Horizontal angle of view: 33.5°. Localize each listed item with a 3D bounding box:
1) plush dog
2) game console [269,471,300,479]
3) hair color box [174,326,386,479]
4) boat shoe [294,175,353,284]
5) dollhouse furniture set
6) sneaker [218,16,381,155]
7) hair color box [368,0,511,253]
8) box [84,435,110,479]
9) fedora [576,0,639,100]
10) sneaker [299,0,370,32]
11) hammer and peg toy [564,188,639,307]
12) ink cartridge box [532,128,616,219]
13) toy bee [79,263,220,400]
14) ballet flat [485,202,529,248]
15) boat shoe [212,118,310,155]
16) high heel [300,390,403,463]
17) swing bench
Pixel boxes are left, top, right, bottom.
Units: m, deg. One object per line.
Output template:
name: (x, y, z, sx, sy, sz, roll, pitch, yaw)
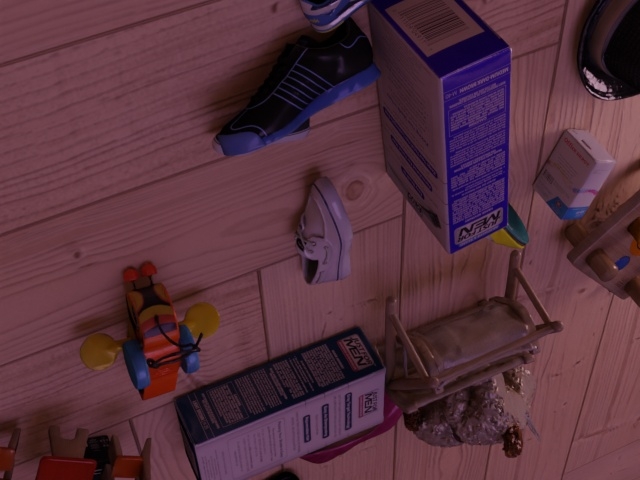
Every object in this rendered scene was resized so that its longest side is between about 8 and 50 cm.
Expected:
plush dog: (0.284, 0.343, 2.089, 0.225, 0.211, 0.262, -22, 149, 33)
game console: (-0.198, 0.560, 2.087, 0.361, 0.044, 0.213, -30, 143, -3)
hair color box: (-0.065, 0.293, 1.829, 0.347, 0.105, 0.174, -19, 141, -15)
boat shoe: (0.000, 0.000, 1.564, 0.075, 0.083, 0.226, -25, 143, -11)
dollhouse furniture set: (-0.407, 0.414, 1.636, 0.262, 0.135, 0.259, 8, 129, -18)
sneaker: (-0.038, -0.193, 1.319, 0.232, 0.081, 0.090, -33, 112, -15)
hair color box: (0.161, -0.162, 1.413, 0.110, 0.185, 0.339, -24, 143, -12)
box: (-0.377, 0.367, 1.737, 0.062, 0.052, 0.083, -2, 133, -32)
fedora: (0.548, -0.302, 1.555, 0.334, 0.152, 0.334, -19, 141, -16)
sneaker: (0.035, -0.311, 1.268, 0.144, 0.053, 0.059, -41, 140, 10)
hammer and peg toy: (0.623, 0.010, 1.976, 0.266, 0.127, 0.361, -44, 141, 15)
ink cartridge box: (0.411, -0.108, 1.728, 0.052, 0.088, 0.122, -4, 135, -32)
toy bee: (-0.228, 0.120, 1.512, 0.195, 0.162, 0.298, -8, 162, -40)
ballet flat: (0.261, -0.047, 1.717, 0.077, 0.077, 0.231, -22, 144, 22)
boat shoe: (-0.076, -0.147, 1.382, 0.142, 0.049, 0.040, -17, 135, -29)
high heel: (0.059, 0.337, 1.987, 0.244, 0.082, 0.117, -40, 154, 31)
swing bench: (0.236, 0.171, 1.809, 0.253, 0.165, 0.255, -21, 158, -15)
